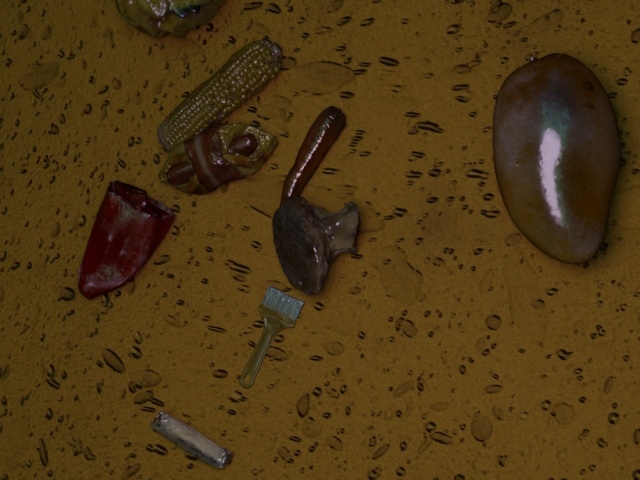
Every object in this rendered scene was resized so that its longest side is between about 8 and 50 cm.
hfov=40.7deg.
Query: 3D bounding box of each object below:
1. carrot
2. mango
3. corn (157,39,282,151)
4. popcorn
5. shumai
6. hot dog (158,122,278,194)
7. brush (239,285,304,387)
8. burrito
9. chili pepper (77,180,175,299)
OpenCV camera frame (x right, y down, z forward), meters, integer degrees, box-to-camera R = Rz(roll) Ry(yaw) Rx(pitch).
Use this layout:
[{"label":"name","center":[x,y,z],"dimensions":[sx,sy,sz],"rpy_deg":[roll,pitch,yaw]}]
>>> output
[{"label":"carrot","center":[-0.024,-0.160,1.728],"dimensions":[0.059,0.059,0.248],"rpy_deg":[30,91,18]},{"label":"mango","center":[0.419,-0.143,1.525],"dimensions":[0.221,0.199,0.384],"rpy_deg":[-11,78,14]},{"label":"corn","center":[-0.208,-0.299,1.786],"dimensions":[0.320,0.097,0.097],"rpy_deg":[-38,72,8]},{"label":"popcorn","center":[-0.310,-0.565,1.803],"dimensions":[0.286,0.215,0.252],"rpy_deg":[-42,110,-1]},{"label":"shumai","center":[0.000,0.000,1.656],"dimensions":[0.153,0.161,0.209],"rpy_deg":[-17,40,-16]},{"label":"hot dog","center":[-0.214,-0.167,1.751],"dimensions":[0.261,0.093,0.123],"rpy_deg":[-26,88,9]},{"label":"brush","center":[-0.109,0.198,1.703],"dimensions":[0.083,0.011,0.205],"rpy_deg":[24,87,17]},{"label":"burrito","center":[-0.255,0.393,1.692],"dimensions":[0.185,0.041,0.045],"rpy_deg":[28,46,19]},{"label":"chili pepper","center":[-0.411,0.017,1.781],"dimensions":[0.144,0.136,0.253],"rpy_deg":[21,98,-26]}]
